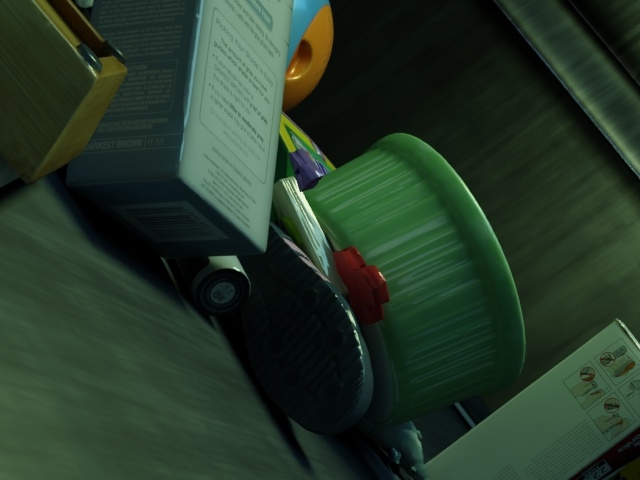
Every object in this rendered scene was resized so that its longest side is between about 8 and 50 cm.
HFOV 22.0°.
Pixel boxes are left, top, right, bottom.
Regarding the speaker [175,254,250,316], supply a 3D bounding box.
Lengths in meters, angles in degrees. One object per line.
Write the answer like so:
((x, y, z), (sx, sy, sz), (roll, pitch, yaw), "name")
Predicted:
((-0.111, 0.013, 1.563), (0.055, 0.055, 0.136), (48, 7, -37), "speaker")

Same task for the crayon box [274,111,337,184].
((0.000, 0.000, 2.233), (0.313, 0.106, 0.363), (64, 10, 28), "crayon box")

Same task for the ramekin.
((0.074, 0.051, 1.765), (0.303, 0.148, 0.303), (54, -22, 33), "ramekin")

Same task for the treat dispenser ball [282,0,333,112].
((-0.124, -0.316, 2.465), (0.288, 0.288, 0.288), (51, 5, -6), "treat dispenser ball")

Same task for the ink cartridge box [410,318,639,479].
((0.302, 0.271, 1.998), (0.130, 0.309, 0.272), (55, 6, 29), "ink cartridge box")

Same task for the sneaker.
((-0.018, 0.082, 1.588), (0.131, 0.112, 0.319), (47, 7, -45), "sneaker")

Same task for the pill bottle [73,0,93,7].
((-0.344, -0.418, 2.259), (0.184, 0.103, 0.103), (52, 5, 5), "pill bottle")

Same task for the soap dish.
((-0.264, -0.179, 1.181), (0.291, 0.118, 0.229), (50, 5, -5), "soap dish")

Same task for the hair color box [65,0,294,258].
((-0.115, -0.190, 1.494), (0.185, 0.113, 0.374), (44, 48, -60), "hair color box")

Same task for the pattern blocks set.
((-0.025, 0.017, 1.715), (0.285, 0.026, 0.325), (60, -19, 18), "pattern blocks set")

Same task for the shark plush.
((0.081, 0.240, 1.872), (0.067, 0.073, 0.161), (-69, 141, -57), "shark plush")
